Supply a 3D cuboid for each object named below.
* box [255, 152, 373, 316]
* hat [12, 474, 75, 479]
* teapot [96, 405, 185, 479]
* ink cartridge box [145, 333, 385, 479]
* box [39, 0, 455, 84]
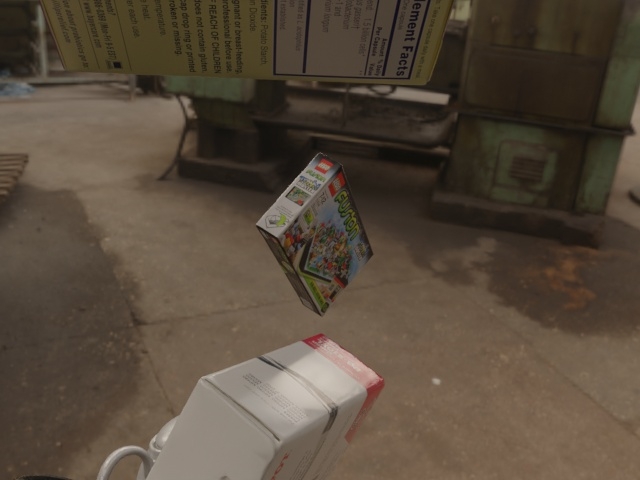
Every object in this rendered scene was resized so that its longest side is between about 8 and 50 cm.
[{"bbox_3d":[0.000,0.000,0.888,0.036,0.207,0.114,32,73,29],"label":"box"},{"bbox_3d":[-0.292,0.346,0.822,0.331,0.133,0.331,22,-3,1],"label":"hat"},{"bbox_3d":[-0.181,0.342,1.136,0.253,0.187,0.256,-13,8,5],"label":"teapot"},{"bbox_3d":[-0.054,0.204,0.738,0.100,0.172,0.237,35,17,21],"label":"ink cartridge box"},{"bbox_3d":[-0.044,-0.225,0.482,0.243,0.117,0.213,2,62,-4],"label":"box"}]
